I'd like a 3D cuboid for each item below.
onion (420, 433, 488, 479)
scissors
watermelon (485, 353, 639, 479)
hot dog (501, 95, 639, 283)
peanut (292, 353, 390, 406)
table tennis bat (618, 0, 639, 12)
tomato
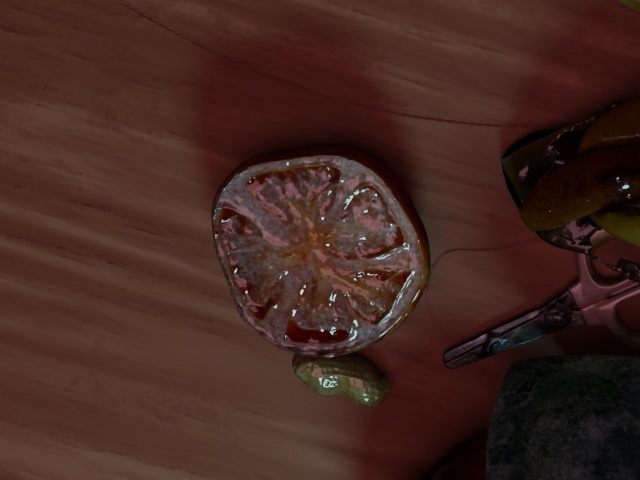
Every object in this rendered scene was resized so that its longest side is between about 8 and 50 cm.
[{"bbox_3d":[0.179,0.346,1.365,0.272,0.230,0.256,12,109,14],"label":"onion"},{"bbox_3d":[0.273,0.071,1.365,0.317,0.024,0.160,-26,102,16],"label":"scissors"},{"bbox_3d":[0.348,0.262,1.272,0.387,0.228,0.258,16,149,17],"label":"watermelon"},{"bbox_3d":[0.330,-0.051,1.226,0.326,0.107,0.194,-20,86,24],"label":"hot dog"},{"bbox_3d":[0.022,0.149,1.421,0.113,0.054,0.054,19,110,3],"label":"peanut"},{"bbox_3d":[0.386,-0.276,1.222,0.224,0.054,0.368,-42,93,20],"label":"table tennis bat"},{"bbox_3d":[0.000,0.000,1.354,0.237,0.095,0.237,3,112,8],"label":"tomato"}]
